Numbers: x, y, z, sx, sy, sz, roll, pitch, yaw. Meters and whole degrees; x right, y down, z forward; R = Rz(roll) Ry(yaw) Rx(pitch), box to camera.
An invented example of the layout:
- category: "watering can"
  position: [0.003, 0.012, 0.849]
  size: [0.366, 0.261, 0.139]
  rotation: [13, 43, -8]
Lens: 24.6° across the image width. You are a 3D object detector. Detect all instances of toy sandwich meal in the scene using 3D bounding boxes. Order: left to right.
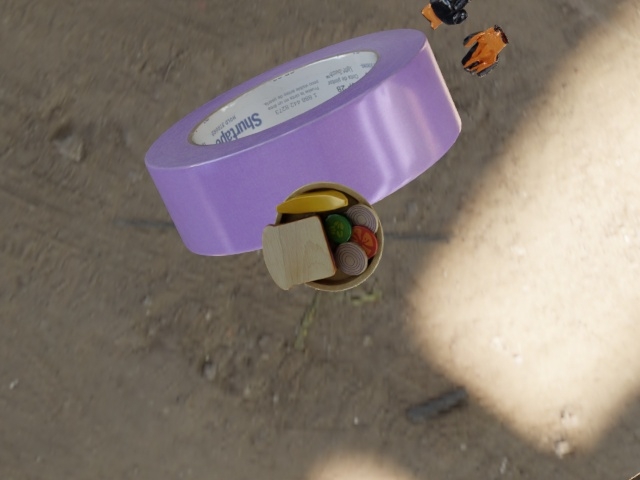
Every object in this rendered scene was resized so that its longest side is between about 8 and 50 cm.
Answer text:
- category: "toy sandwich meal"
  position: [0.000, 0.000, 0.984]
  size: [0.085, 0.029, 0.086]
  rotation: [5, 108, 15]

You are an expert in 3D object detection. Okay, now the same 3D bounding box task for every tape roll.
- category: "tape roll"
  position: [-0.016, -0.092, 1.319]
  size: [0.274, 0.275, 0.090]
  rotation: [-22, 108, 11]

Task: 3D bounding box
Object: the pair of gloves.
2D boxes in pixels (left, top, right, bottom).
- category: "pair of gloves"
  position: [0.121, -0.177, 1.220]
  size: [0.010, 0.074, 0.083]
  rotation: [-33, 85, -26]

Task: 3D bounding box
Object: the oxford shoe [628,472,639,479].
- category: "oxford shoe"
  position: [0.097, 0.120, 0.486]
  size: [0.082, 0.227, 0.096]
  rotation: [19, 122, 31]
